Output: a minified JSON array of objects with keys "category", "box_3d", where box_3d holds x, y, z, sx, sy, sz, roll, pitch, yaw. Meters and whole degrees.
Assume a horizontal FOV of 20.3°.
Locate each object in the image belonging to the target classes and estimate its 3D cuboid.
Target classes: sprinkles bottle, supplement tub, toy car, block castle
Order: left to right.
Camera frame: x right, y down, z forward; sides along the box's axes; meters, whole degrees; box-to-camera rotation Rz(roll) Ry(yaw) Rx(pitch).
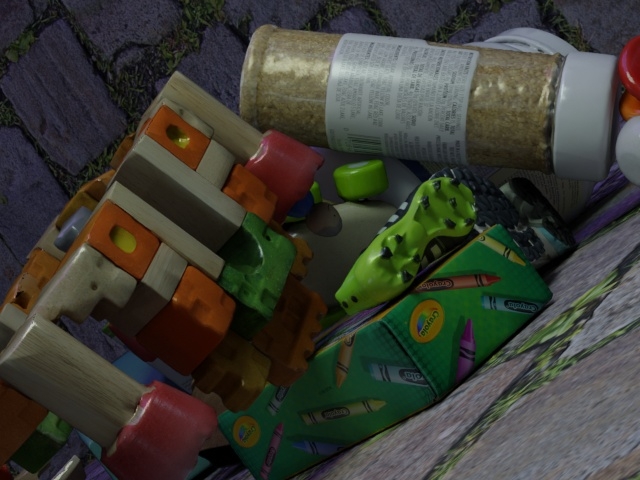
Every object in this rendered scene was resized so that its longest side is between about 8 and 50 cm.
[{"category":"block castle","box_3d":[-0.154,0.091,1.491,0.303,0.213,0.453,-47,13,34]},{"category":"toy car","box_3d":[-0.013,0.007,1.764,0.149,0.155,0.188,-19,14,-27]},{"category":"sprinkles bottle","box_3d":[0.105,-0.133,1.715,0.355,0.121,0.121,7,13,13]},{"category":"supplement tub","box_3d":[0.146,-0.069,1.914,0.325,0.235,0.235,-36,1,-33]},{"category":"toy car","box_3d":[0.335,-0.140,1.597,0.159,0.136,0.182,-36,1,-27]}]

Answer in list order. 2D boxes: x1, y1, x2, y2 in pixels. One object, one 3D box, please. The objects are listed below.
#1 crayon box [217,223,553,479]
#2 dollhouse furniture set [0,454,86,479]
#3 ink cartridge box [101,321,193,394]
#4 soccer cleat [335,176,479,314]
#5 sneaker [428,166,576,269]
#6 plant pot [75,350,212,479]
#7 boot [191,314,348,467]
[{"category":"crayon box","box_3d":[0.048,0.102,1.513,0.165,0.081,0.278,-37,1,-39]},{"category":"dollhouse furniture set","box_3d":[-0.343,0.292,1.972,0.135,0.262,0.259,-38,-32,-22]},{"category":"ink cartridge box","box_3d":[-0.083,0.109,1.983,0.189,0.255,0.097,-36,20,50]},{"category":"soccer cleat","box_3d":[0.069,0.001,1.454,0.072,0.060,0.179,-35,4,40]},{"category":"sneaker","box_3d":[0.141,0.015,1.645,0.122,0.110,0.283,-45,-21,19]},{"category":"plant pot","box_3d":[-0.199,0.225,2.161,0.165,0.165,0.234,-36,7,4]},{"category":"boot","box_3d":[-0.028,0.162,1.858,0.305,0.112,0.115,-25,42,43]}]
